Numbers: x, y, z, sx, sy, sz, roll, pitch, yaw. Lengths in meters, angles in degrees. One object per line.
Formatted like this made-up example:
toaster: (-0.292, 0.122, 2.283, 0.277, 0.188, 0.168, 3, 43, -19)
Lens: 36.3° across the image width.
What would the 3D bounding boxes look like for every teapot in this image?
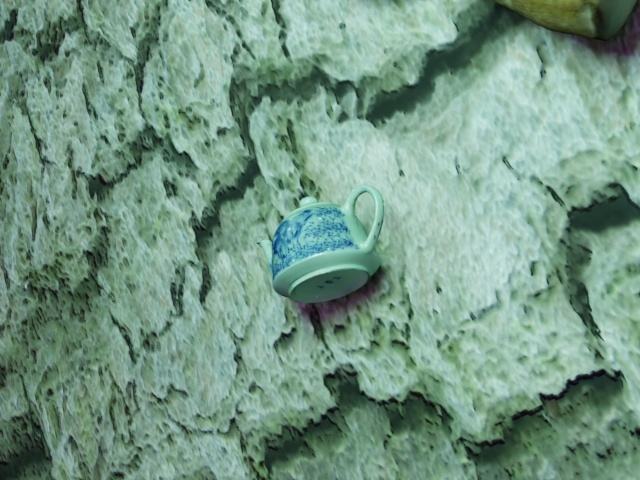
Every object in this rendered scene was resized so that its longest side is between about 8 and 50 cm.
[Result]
teapot: (0.000, 0.000, 1.408, 0.232, 0.159, 0.159, -29, 74, 32)

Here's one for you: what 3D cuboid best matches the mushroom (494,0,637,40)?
mushroom: (0.229, -0.445, 1.243, 0.397, 0.224, 0.313, 19, 113, 30)
